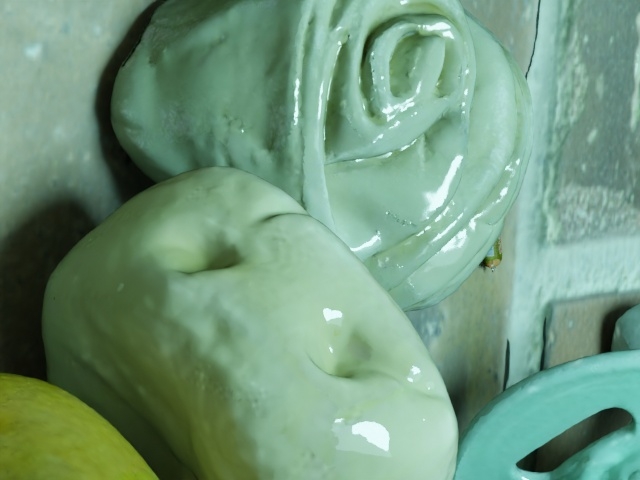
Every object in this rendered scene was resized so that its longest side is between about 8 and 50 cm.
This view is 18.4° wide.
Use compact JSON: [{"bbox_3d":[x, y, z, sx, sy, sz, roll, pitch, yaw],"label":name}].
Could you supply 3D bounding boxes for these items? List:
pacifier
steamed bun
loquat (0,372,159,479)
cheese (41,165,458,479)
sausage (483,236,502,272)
[{"bbox_3d":[0.233,0.155,1.324,0.343,0.288,0.269,38,34,-25],"label":"pacifier"},{"bbox_3d":[0.026,-0.073,1.036,0.218,0.144,0.211,52,55,-10],"label":"steamed bun"},{"bbox_3d":[-0.154,0.160,0.866,0.208,0.208,0.208,-13,107,-46],"label":"loquat"},{"bbox_3d":[-0.038,0.084,0.949,0.117,0.218,0.235,-27,105,-37],"label":"cheese"},{"bbox_3d":[0.106,-0.026,1.261,0.015,0.015,0.100,-26,117,-42],"label":"sausage"}]
